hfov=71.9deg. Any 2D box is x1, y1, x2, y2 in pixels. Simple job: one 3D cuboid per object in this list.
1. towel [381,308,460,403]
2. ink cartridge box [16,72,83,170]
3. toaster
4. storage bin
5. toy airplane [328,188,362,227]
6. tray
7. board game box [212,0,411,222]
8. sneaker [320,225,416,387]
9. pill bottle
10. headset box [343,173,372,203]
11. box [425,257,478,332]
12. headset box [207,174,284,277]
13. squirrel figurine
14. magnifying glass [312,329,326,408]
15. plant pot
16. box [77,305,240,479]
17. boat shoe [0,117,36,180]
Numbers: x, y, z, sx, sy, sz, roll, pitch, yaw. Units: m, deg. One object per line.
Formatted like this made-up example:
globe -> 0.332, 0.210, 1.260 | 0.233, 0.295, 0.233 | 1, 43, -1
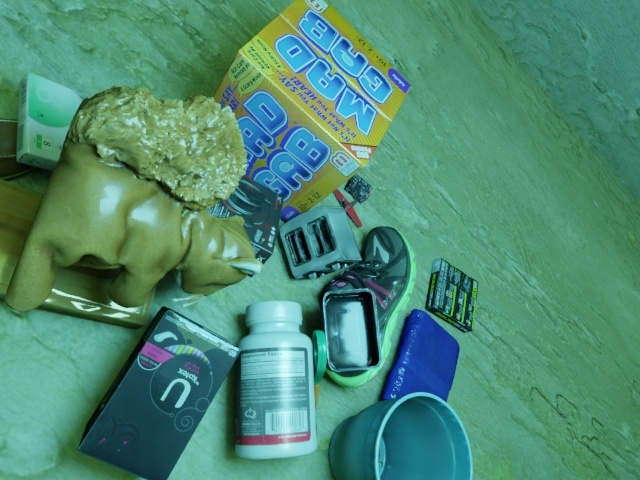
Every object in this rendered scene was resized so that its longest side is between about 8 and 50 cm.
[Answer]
towel -> 0.292, 0.380, 1.279 | 0.228, 0.076, 0.308 | 43, 54, -20
ink cartridge box -> -0.520, -0.227, 0.949 | 0.225, 0.056, 0.181 | 12, 64, -54
toaster -> 0.000, 0.000, 1.165 | 0.110, 0.168, 0.185 | 0, 70, -58
storage bin -> 0.069, 0.210, 1.030 | 0.122, 0.084, 0.180 | -3, 73, -5
toy airplane -> 0.071, -0.096, 1.348 | 0.151, 0.028, 0.151 | 13, 63, -27
tray -> -0.522, 0.024, 0.850 | 0.411, 0.076, 0.202 | 24, 60, -34
board game box -> -0.053, -0.333, 1.154 | 0.356, 0.356, 0.356 | 39, 54, -14
sneaker -> 0.116, 0.139, 1.187 | 0.202, 0.185, 0.482 | 35, 55, -21
pill bottle -> -0.101, 0.303, 0.984 | 0.176, 0.176, 0.318 | 9, 67, -30
headset box -> 0.124, -0.164, 1.407 | 0.083, 0.032, 0.062 | 38, 56, -16
box -> 0.441, 0.181, 1.468 | 0.184, 0.045, 0.190 | 32, 56, -22
headset box -> -0.248, -0.076, 1.045 | 0.293, 0.110, 0.218 | 29, 38, -20
squirrel figurine -> -0.260, -0.056, 0.772 | 0.370, 0.397, 0.281 | 21, 18, -30
magnifying glass -> -0.011, 0.311, 1.036 | 0.026, 0.231, 0.092 | -1, 28, -10
plant pot -> 0.160, 0.500, 1.025 | 0.272, 0.255, 0.271 | 12, 66, -28
box -> -0.301, 0.282, 0.842 | 0.165, 0.143, 0.270 | 33, 74, -17
boat shoe -> -0.684, -0.177, 0.833 | 0.324, 0.120, 0.122 | -22, 85, -37
